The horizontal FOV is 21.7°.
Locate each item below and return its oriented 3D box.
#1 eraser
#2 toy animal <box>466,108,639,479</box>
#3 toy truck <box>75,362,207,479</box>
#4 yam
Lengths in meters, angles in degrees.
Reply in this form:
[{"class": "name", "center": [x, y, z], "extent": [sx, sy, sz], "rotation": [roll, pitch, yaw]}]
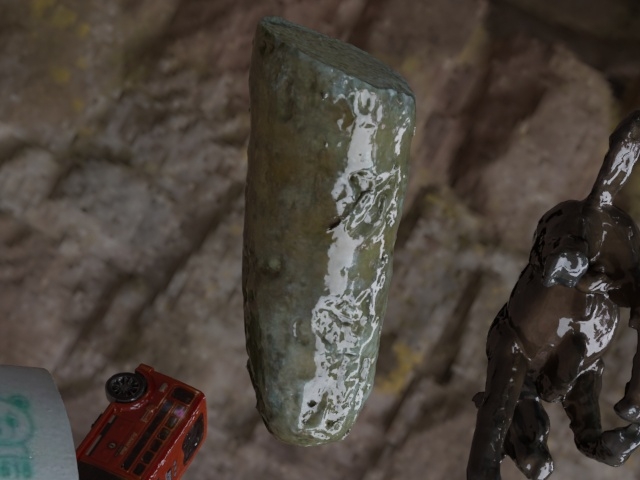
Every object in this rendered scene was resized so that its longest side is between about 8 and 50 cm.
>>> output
[{"class": "eraser", "center": [-0.387, 0.202, 1.608], "extent": [0.104, 0.290, 0.189], "rotation": [-51, -134, 34]}, {"class": "toy animal", "center": [0.123, 0.047, 0.886], "extent": [0.148, 0.084, 0.233], "rotation": [-101, -157, -59]}, {"class": "toy truck", "center": [-0.223, 0.260, 1.838], "extent": [0.107, 0.114, 0.253], "rotation": [93, 22, -44]}, {"class": "yam", "center": [0.000, 0.000, 1.274], "extent": [0.133, 0.133, 0.330], "rotation": [-51, 147, -75]}]
